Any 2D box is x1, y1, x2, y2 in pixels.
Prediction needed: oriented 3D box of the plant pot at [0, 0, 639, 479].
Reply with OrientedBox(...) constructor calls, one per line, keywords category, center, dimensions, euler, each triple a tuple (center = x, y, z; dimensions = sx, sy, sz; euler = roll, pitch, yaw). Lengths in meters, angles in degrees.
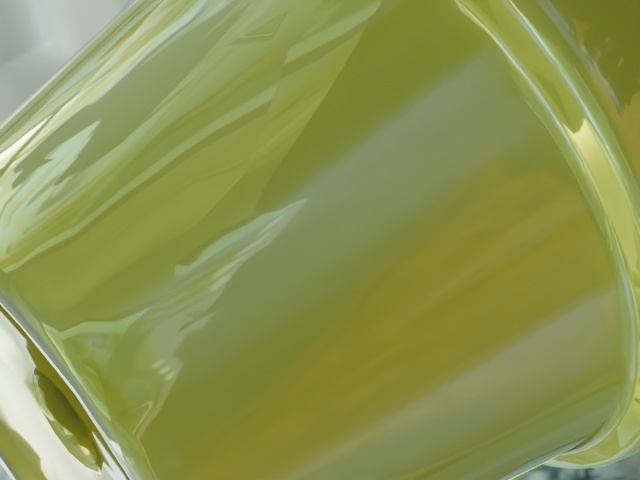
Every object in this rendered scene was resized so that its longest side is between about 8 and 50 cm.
OrientedBox(category="plant pot", center=(0.000, 0.000, 0.546), dimensions=(0.254, 0.239, 0.254), euler=(41, 152, 27))
